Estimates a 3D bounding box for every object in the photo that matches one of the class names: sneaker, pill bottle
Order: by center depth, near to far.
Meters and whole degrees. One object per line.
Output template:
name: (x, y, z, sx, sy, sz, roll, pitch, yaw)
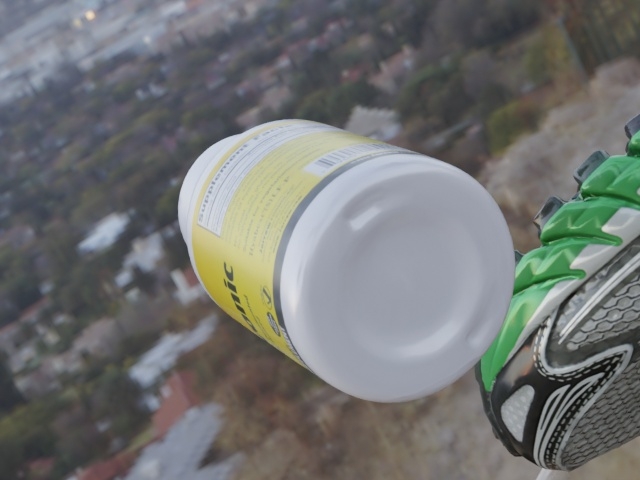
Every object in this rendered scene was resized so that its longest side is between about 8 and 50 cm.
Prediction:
pill bottle: (0.000, 0.000, 0.432, 0.065, 0.065, 0.116, -33, 22, -14)
sneaker: (0.205, -0.005, 0.500, 0.343, 0.146, 0.134, -30, -20, 20)

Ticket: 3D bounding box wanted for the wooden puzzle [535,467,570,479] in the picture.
wooden puzzle: (0.060, 0.263, 0.896, 0.238, 0.044, 0.221, -56, -6, 33)
